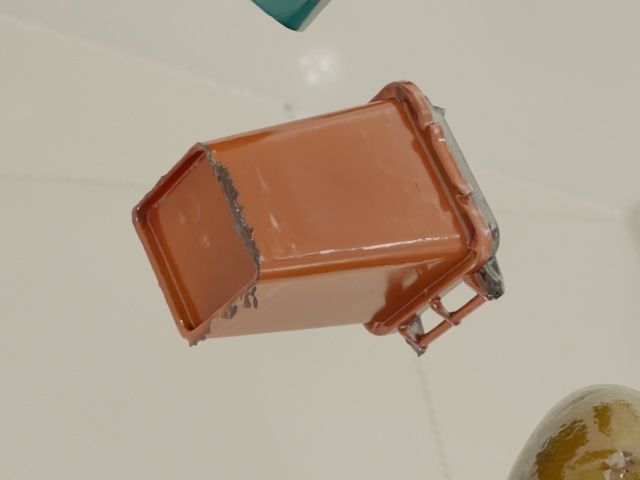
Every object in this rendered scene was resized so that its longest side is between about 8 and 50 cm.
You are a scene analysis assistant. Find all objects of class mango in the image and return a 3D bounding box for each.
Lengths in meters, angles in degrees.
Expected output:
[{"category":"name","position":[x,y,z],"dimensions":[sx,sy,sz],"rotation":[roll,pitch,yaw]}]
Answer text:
[{"category":"mango","position":[0.205,0.201,1.251],"dimensions":[0.146,0.316,0.193],"rotation":[15,93,10]}]

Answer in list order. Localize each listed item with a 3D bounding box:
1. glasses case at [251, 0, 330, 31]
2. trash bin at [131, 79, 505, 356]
[{"category":"glasses case","position":[0.038,-0.291,1.184],"dimensions":[0.117,0.301,0.070],"rotation":[41,14,0]},{"category":"trash bin","position":[0.000,0.000,1.266],"dimensions":[0.238,0.161,0.184],"rotation":[-12,69,-42]}]
